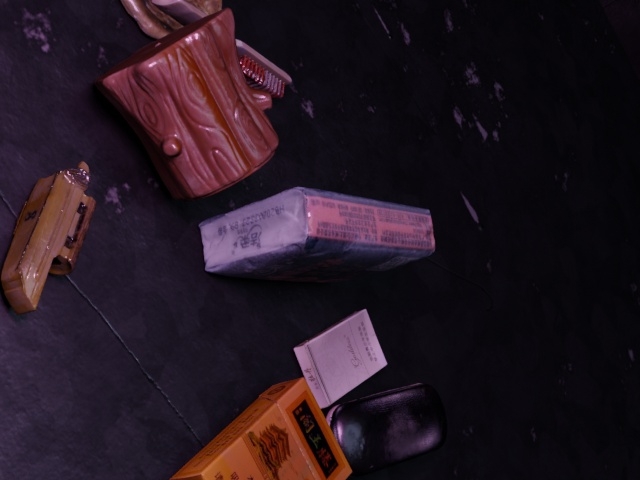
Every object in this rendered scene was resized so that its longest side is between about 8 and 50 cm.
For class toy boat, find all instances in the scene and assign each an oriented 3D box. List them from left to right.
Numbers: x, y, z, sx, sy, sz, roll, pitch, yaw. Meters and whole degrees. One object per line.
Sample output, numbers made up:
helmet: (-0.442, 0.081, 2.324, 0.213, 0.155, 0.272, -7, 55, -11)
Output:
toy boat: (-0.348, -0.003, 1.434, 0.088, 0.068, 0.225, 43, 45, -39)

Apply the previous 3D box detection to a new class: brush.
brush: (-0.153, -0.300, 1.758, 0.321, 0.060, 0.050, 29, 70, -55)

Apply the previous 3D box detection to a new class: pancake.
pancake: (-0.237, -0.402, 1.766, 0.235, 0.029, 0.211, -33, 102, -49)

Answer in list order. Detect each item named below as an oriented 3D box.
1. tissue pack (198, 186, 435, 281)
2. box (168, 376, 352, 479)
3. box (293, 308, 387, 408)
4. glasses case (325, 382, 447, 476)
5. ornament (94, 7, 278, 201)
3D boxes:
tissue pack: (0.000, 0.000, 1.723, 0.316, 0.228, 0.103, 7, 70, -49)
box: (-0.080, 0.341, 1.607, 0.274, 0.076, 0.174, -37, 106, -51)
box: (0.036, 0.195, 1.847, 0.198, 0.029, 0.109, -25, 95, -53)
glasses case: (0.116, 0.315, 1.855, 0.314, 0.075, 0.122, -5, 81, -51)
ornament: (-0.180, -0.193, 1.612, 0.217, 0.221, 0.235, 62, -5, -17)
